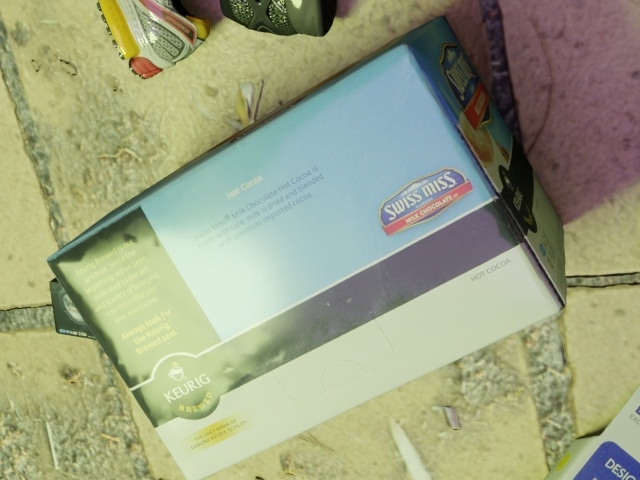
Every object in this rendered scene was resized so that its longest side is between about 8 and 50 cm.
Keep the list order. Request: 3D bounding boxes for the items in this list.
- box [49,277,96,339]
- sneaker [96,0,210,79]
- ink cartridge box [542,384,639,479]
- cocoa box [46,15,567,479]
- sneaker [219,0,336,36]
[{"bbox_3d":[-0.260,0.077,1.132,0.083,0.018,0.067,8,115,18],"label":"box"},{"bbox_3d":[-0.172,-0.268,0.925,0.093,0.088,0.225,-23,103,7],"label":"sneaker"},{"bbox_3d":[0.322,0.343,0.969,0.303,0.072,0.307,40,87,2],"label":"ink cartridge box"},{"bbox_3d":[0.000,0.000,0.855,0.347,0.231,0.228,-29,98,20],"label":"cocoa box"},{"bbox_3d":[-0.060,-0.286,0.860,0.130,0.087,0.227,2,118,13],"label":"sneaker"}]
